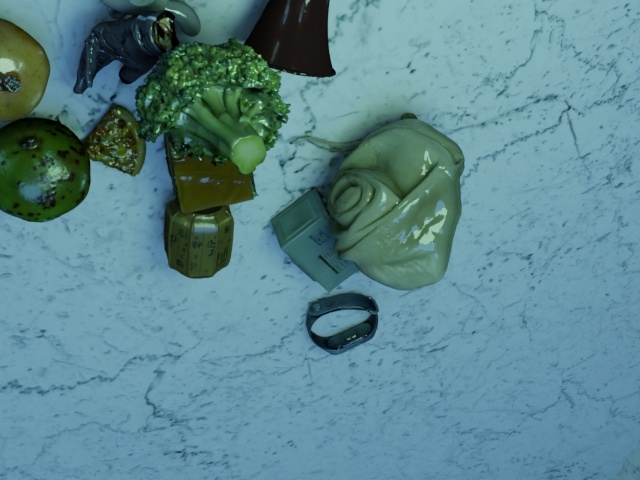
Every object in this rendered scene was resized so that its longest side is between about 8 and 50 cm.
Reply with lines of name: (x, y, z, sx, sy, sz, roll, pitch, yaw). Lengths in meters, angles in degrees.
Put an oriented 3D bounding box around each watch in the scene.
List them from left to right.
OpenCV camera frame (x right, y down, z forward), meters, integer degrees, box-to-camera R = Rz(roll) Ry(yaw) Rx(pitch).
watch: (0.066, 0.225, 2.097, 0.206, 0.068, 0.193, -23, 133, 1)

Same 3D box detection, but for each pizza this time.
pizza: (-0.431, -0.196, 1.584, 0.134, 0.046, 0.175, -20, 132, -3)

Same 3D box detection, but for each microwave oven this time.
microwave oven: (0.000, 0.000, 1.850, 0.162, 0.122, 0.208, -36, 130, 11)

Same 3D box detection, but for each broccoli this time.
broccoli: (-0.186, -0.242, 1.355, 0.288, 0.260, 0.236, -22, 109, -25)

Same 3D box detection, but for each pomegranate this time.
pomegranate: (-0.583, -0.302, 1.352, 0.191, 0.191, 0.191, -10, 130, -12)
pomegranate: (-0.561, -0.128, 1.503, 0.210, 0.211, 0.263, -2, 157, -18)

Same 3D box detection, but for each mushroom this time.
mushroom: (0.078, -0.237, 1.745, 0.306, 0.043, 0.068, -14, 116, -7)

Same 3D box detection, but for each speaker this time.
speaker: (-0.072, -0.499, 1.440, 0.259, 0.198, 0.330, 16, 113, 17)

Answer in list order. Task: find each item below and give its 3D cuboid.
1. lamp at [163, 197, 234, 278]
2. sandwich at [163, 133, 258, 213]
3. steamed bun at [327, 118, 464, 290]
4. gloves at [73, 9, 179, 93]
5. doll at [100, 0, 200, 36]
lamp: (-0.277, -0.013, 1.720, 0.161, 0.161, 0.185, -4, 126, -17)
sandwich: (-0.223, -0.201, 1.586, 0.198, 0.155, 0.228, -12, 130, -13)
steamed bun: (0.145, -0.080, 1.665, 0.255, 0.342, 0.368, 9, 84, -17)
gloves: (-0.361, -0.345, 1.401, 0.285, 0.119, 0.142, -18, 152, 34)
doll: (-0.291, -0.469, 1.342, 0.242, 0.160, 0.311, -44, 138, 14)
